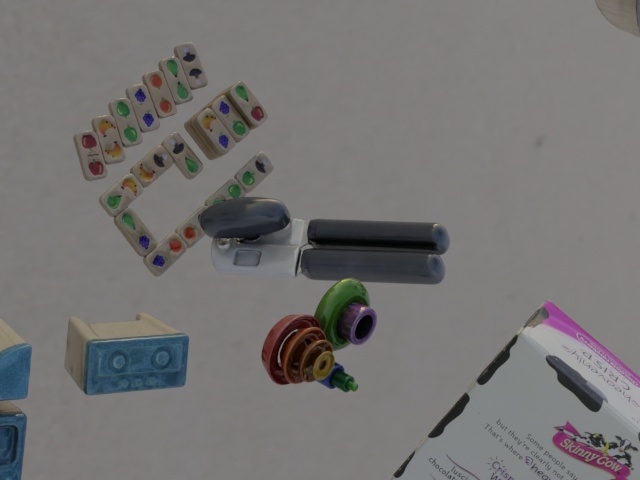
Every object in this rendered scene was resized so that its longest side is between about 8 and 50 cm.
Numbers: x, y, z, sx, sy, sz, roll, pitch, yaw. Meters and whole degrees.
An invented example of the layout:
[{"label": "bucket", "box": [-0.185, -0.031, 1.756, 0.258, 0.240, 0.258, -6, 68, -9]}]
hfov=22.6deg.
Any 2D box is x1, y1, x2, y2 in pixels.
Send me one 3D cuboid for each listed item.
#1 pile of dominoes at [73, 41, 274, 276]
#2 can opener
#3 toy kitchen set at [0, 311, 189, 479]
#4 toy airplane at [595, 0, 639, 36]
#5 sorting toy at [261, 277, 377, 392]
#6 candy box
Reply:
[{"label": "pile of dominoes", "box": [-0.167, -0.107, 1.910, 0.196, 0.040, 0.251, 53, 53, -12]}, {"label": "can opener", "box": [0.000, 0.000, 1.811, 0.095, 0.283, 0.076, 59, 37, -57]}, {"label": "toy kitchen set", "box": [-0.181, 0.170, 1.175, 0.166, 0.122, 0.207, -2, 108, -31]}, {"label": "toy airplane", "box": [0.495, -0.180, 1.565, 0.384, 0.386, 0.272, 56, 44, -5]}, {"label": "sorting toy", "box": [0.008, 0.068, 1.029, 0.102, 0.042, 0.061, -29, 132, -40]}, {"label": "candy box", "box": [0.119, 0.174, 0.969, 0.159, 0.233, 0.071, 41, 26, 6]}]
